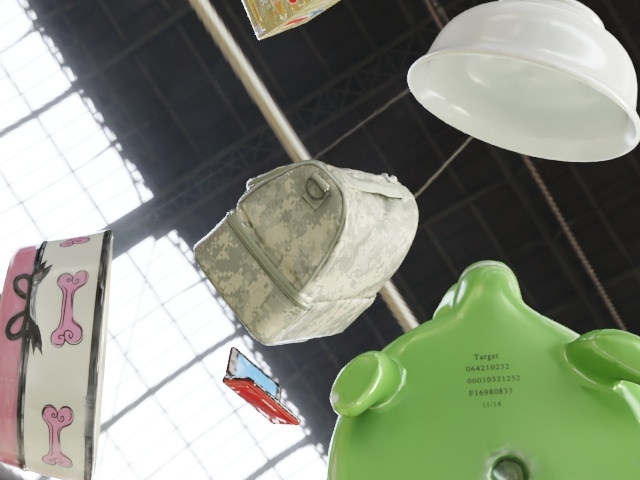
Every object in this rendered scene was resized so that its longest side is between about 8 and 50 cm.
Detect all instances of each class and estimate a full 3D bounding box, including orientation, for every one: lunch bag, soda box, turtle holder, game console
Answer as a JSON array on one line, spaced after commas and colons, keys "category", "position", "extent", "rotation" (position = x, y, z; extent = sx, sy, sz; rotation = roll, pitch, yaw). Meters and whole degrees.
[{"category": "lunch bag", "position": [0.000, 0.000, 1.373], "extent": [0.256, 0.305, 0.212], "rotation": [-44, -111, 19]}, {"category": "soda box", "position": [-0.015, -0.247, 0.858], "extent": [0.181, 0.061, 0.058], "rotation": [-2, -68, 67]}, {"category": "turtle holder", "position": [0.112, 0.173, 0.652], "extent": [0.320, 0.243, 0.227], "rotation": [57, -14, 34]}, {"category": "game console", "position": [-0.099, 0.260, 1.620], "extent": [0.144, 0.085, 0.124], "rotation": [44, -32, -26]}]

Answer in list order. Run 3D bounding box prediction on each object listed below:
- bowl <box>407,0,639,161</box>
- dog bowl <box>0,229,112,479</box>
[{"category": "bowl", "position": [0.270, -0.219, 1.134], "extent": [0.298, 0.298, 0.134], "rotation": [16, -101, 22]}, {"category": "dog bowl", "position": [-0.419, 0.180, 1.427], "extent": [0.150, 0.408, 0.408], "rotation": [4, -58, -12]}]
